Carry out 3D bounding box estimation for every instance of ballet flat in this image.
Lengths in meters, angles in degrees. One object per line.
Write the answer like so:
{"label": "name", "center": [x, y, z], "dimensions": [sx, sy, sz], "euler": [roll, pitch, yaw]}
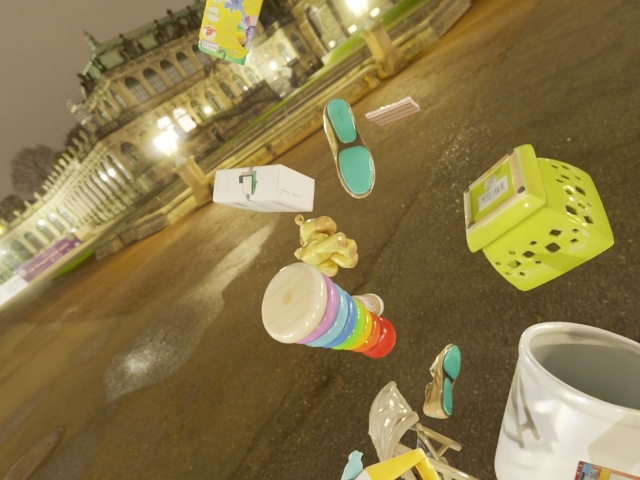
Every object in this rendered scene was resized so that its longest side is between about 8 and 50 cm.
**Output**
{"label": "ballet flat", "center": [0.322, 0.371, 1.106], "dimensions": [0.073, 0.080, 0.232], "euler": [-25, 18, 37]}
{"label": "ballet flat", "center": [0.089, -0.284, 1.316], "dimensions": [0.123, 0.348, 0.123], "euler": [-15, -14, -4]}

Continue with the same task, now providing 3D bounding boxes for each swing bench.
{"label": "swing bench", "center": [0.223, 0.496, 0.948], "dimensions": [0.165, 0.255, 0.253], "euler": [-48, -3, -3]}

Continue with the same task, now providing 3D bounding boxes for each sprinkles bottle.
{"label": "sprinkles bottle", "center": [0.173, 0.299, 1.790], "dimensions": [0.121, 0.121, 0.355], "euler": [-29, -16, 19]}

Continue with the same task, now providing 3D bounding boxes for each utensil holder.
{"label": "utensil holder", "center": [0.612, 0.444, 0.971], "dimensions": [0.328, 0.385, 0.327], "euler": [2, 20, -1]}

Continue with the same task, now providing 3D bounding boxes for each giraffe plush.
{"label": "giraffe plush", "center": [0.000, 0.000, 1.269], "dimensions": [0.210, 0.181, 0.170], "euler": [-12, 51, 3]}

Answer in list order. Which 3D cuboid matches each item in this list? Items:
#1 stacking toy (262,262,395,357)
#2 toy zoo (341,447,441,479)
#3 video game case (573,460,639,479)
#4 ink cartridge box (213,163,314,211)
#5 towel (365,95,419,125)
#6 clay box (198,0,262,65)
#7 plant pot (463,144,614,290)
{"label": "stacking toy", "center": [0.047, 0.159, 0.808], "dimensions": [0.141, 0.330, 0.141], "euler": [-21, 56, 34]}
{"label": "toy zoo", "center": [0.123, 0.435, 0.566], "dimensions": [0.192, 0.293, 0.030], "euler": [-19, -30, -24]}
{"label": "video game case", "center": [0.438, 0.466, 0.648], "dimensions": [0.025, 0.285, 0.204], "euler": [20, 74, 22]}
{"label": "ink cartridge box", "center": [-0.147, -0.132, 1.087], "dimensions": [0.219, 0.092, 0.160], "euler": [1, -6, 32]}
{"label": "towel", "center": [0.232, -0.411, 1.303], "dimensions": [0.144, 0.029, 0.197], "euler": [-17, 1, 24]}
{"label": "clay box", "center": [-0.219, -0.569, 1.020], "dimensions": [0.053, 0.127, 0.222], "euler": [-102, 32, -52]}
{"label": "plant pot", "center": [0.456, -0.060, 0.917], "dimensions": [0.228, 0.207, 0.227], "euler": [-47, 20, 45]}
